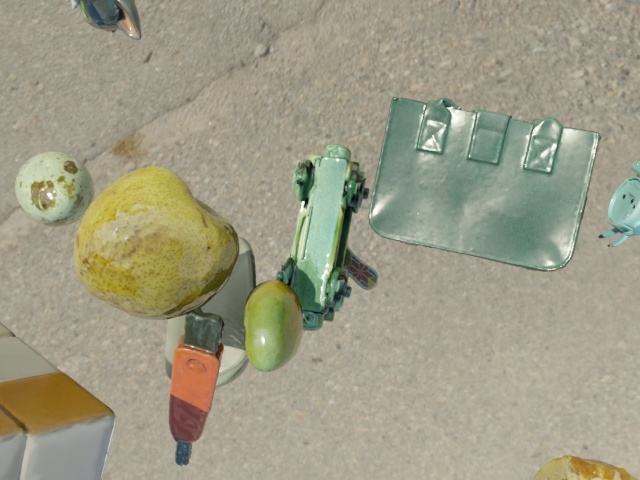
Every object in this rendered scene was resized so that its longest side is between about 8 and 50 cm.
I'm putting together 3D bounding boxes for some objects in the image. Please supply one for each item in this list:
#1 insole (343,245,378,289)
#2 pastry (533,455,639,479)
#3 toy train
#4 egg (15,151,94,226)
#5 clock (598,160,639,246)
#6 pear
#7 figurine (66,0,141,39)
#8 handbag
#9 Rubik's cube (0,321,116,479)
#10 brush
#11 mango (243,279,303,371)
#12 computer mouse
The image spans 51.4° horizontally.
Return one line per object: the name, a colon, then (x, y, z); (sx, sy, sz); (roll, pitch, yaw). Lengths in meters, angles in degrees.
insole: (0.049, 0.040, 1.451); (0.193, 0.065, 0.006); (39, 165, -9)
pastry: (0.425, 0.436, 0.963); (0.171, 0.236, 0.255); (-8, 140, -2)
toy train: (0.000, 0.000, 1.330); (0.151, 0.368, 0.237); (11, 171, 0)
egg: (-0.601, -0.113, 1.510); (0.169, 0.231, 0.169); (-10, 114, -23)
clock: (0.520, -0.053, 1.104); (0.045, 0.108, 0.147); (22, 111, -7)
pear: (-0.241, 0.017, 0.968); (0.211, 0.188, 0.228); (-48, 114, -4)
figurine: (-0.454, -0.537, 1.313); (0.140, 0.193, 0.265); (-18, 122, -26)
handbag: (0.249, -0.094, 1.056); (0.327, 0.089, 0.238); (13, 98, 10)
Rubik's cube: (-0.492, 0.291, 0.730); (0.345, 0.347, 0.346); (25, 102, 33)
brush: (-0.192, 0.235, 0.998); (0.071, 0.051, 0.323); (11, 124, -3)
mango: (-0.076, 0.136, 1.053); (0.092, 0.194, 0.130); (-6, 119, 8)
computer mouse: (-0.215, 0.132, 1.281); (0.197, 0.330, 0.095); (-16, 145, 19)
